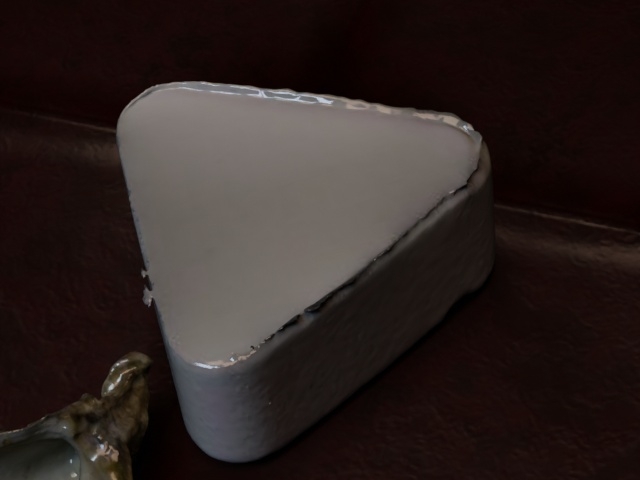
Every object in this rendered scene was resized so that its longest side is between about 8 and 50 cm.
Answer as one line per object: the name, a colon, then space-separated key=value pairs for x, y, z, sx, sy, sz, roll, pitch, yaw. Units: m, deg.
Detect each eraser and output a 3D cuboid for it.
eraser: x=0.000 y=0.000 z=1.621 sx=0.331 sy=0.150 sz=0.331 roll=-5 pitch=48 yaw=6

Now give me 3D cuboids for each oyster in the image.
oyster: x=-0.262 y=0.247 z=1.478 sx=0.396 sy=0.111 sz=0.204 roll=-26 pitch=69 yaw=-17
